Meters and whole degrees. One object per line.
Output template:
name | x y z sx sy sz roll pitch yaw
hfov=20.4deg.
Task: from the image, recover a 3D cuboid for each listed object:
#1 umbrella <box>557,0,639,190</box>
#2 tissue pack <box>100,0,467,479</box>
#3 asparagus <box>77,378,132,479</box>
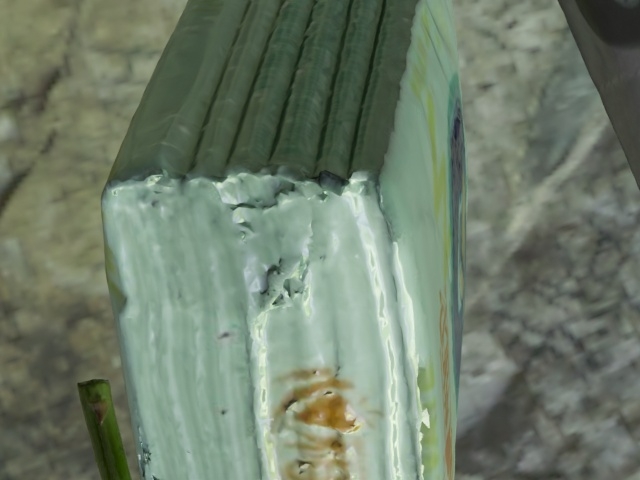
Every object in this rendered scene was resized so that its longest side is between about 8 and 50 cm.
umbrella | 0.065 -0.113 0.395 0.073 0.067 0.337 -23 -93 25
tissue pack | 0.000 0.000 0.997 0.162 0.388 0.287 -2 -61 8
asparagus | -0.115 0.206 1.145 0.025 0.024 0.249 -38 -114 52
